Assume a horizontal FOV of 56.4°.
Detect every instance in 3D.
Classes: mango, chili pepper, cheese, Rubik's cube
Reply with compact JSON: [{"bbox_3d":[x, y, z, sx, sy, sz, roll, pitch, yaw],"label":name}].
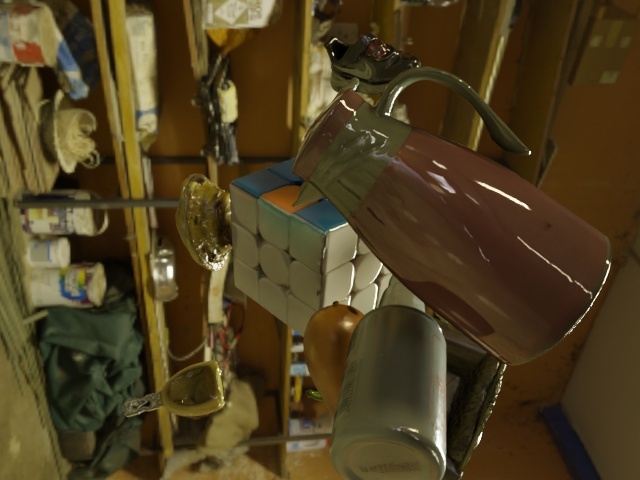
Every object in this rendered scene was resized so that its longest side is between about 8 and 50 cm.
[{"bbox_3d":[0.038,0.165,0.775,0.178,0.090,0.115,66,32,-14],"label":"mango"},{"bbox_3d":[0.018,0.236,0.943,0.017,0.083,0.030,92,-11,-74],"label":"chili pepper"},{"bbox_3d":[-0.238,0.252,0.967,0.036,0.162,0.086,75,0,-61],"label":"cheese"},{"bbox_3d":[0.000,0.000,1.323,0.290,0.292,0.291,31,-48,34],"label":"Rubik's cube"}]

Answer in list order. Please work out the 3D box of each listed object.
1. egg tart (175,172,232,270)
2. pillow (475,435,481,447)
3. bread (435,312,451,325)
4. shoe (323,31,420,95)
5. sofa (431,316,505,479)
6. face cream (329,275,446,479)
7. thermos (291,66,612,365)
[{"bbox_3d":[-0.252,-0.047,1.411,0.241,0.106,0.241,-9,90,-74],"label":"egg tart"},{"bbox_3d":[0.270,0.432,1.232,0.211,0.034,0.135,-58,173,27],"label":"pillow"},{"bbox_3d":[0.274,0.108,1.294,0.064,0.232,0.172,-30,-109,34],"label":"bread"},{"bbox_3d":[0.092,-0.360,1.196,0.227,0.099,0.112,11,-39,48],"label":"shoe"},{"bbox_3d":[0.182,0.258,1.009,0.258,0.200,0.182,-57,160,-30],"label":"sofa"},{"bbox_3d":[0.077,0.121,0.604,0.251,0.101,0.101,-72,171,-54],"label":"face cream"},{"bbox_3d":[0.108,-0.035,0.526,0.176,0.265,0.146,-52,-176,15],"label":"thermos"}]
